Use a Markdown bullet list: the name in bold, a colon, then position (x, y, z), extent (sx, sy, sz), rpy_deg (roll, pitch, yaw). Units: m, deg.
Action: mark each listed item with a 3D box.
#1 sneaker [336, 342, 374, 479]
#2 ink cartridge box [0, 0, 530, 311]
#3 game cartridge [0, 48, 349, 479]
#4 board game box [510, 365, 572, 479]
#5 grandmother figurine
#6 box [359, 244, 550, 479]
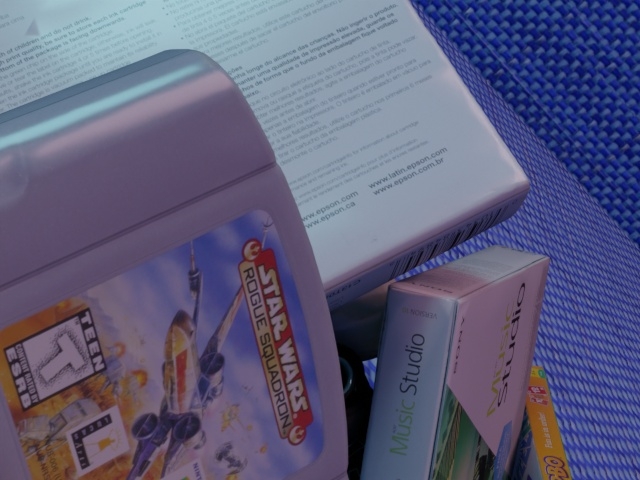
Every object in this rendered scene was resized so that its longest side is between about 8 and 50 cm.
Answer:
- **sneaker**: position (0.007, 0.136, 1.119), extent (0.267, 0.106, 0.101), rpy_deg (22, 33, -59)
- **ink cartridge box**: position (-0.080, -0.090, 1.053), extent (0.330, 0.324, 0.071), rpy_deg (58, -19, 18)
- **game cartridge**: position (-0.083, 0.070, 0.746), extent (0.062, 0.198, 0.297), rpy_deg (20, -52, 54)
- **board game box**: position (0.183, 0.229, 1.340), extent (0.039, 0.124, 0.259), rpy_deg (8, 28, -8)
- **grandmother figurine**: position (0.000, 0.000, 1.264), extent (0.208, 0.104, 0.342), rpy_deg (44, 7, -22)
- **box**: position (0.104, 0.133, 1.198), extent (0.058, 0.232, 0.322), rpy_deg (11, 9, 19)
